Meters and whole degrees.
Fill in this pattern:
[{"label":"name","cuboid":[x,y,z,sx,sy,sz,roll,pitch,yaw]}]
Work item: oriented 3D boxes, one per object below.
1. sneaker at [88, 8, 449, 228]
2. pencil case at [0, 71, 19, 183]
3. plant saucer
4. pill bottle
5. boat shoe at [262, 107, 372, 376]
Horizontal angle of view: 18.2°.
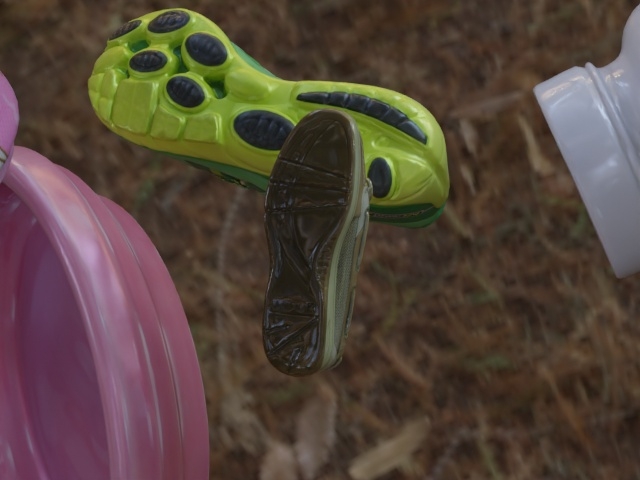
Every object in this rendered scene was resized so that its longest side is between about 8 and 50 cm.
[{"label":"sneaker","cuboid":[-0.041,-0.071,1.399,0.295,0.123,0.109,24,71,28]},{"label":"pencil case","cuboid":[-0.202,-0.168,0.526,0.167,0.386,0.160,16,41,41]},{"label":"plant saucer","cuboid":[-0.163,0.100,1.286,0.084,0.332,0.332,-10,53,-30]},{"label":"pill bottle","cuboid":[0.319,-0.105,1.307,0.334,0.188,0.188,-25,58,7]},{"label":"boat shoe","cuboid":[0.002,0.001,1.139,0.056,0.048,0.153,6,95,28]}]
